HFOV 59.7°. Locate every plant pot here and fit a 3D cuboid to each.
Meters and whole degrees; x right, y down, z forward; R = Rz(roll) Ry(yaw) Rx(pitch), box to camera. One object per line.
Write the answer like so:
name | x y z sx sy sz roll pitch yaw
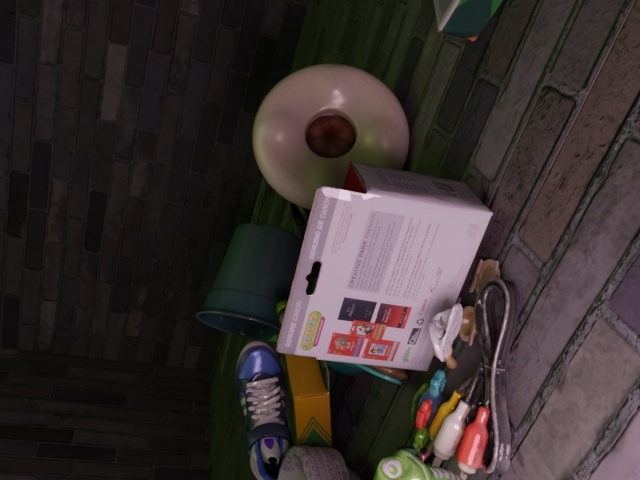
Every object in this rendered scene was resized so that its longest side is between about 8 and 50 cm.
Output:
plant pot | -0.207 0.141 1.885 0.341 0.341 0.334 137 149 -64

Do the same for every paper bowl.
paper bowl | 0.003 0.570 1.135 0.284 0.148 0.284 -169 90 -74

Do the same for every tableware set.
tableware set | 0.230 0.087 0.895 0.169 0.020 0.141 -148 70 -74

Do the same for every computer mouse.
computer mouse | 0.000 0.000 1.540 0.272 0.072 0.188 68 164 -11

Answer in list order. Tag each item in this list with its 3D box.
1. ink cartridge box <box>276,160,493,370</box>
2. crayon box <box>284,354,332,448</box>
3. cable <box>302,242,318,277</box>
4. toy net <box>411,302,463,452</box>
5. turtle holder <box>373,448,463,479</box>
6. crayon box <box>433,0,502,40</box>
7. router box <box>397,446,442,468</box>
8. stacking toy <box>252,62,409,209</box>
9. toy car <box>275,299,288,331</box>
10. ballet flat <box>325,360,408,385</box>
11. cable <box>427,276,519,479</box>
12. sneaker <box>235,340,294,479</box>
ink cartridge box | 0.082 0.043 0.907 0.130 0.272 0.309 -107 30 -60
crayon box | -0.030 0.378 1.316 0.203 0.083 0.322 -110 16 -62
cable | -0.020 0.034 1.773 0.184 0.047 0.150 -131 48 -67
toy net | 0.167 0.200 0.846 0.045 0.122 0.232 18 116 33
turtle holder | 0.103 0.446 0.691 0.243 0.228 0.320 -107 32 -48
crayon box | 0.300 -0.534 0.948 0.318 0.081 0.202 123 153 -54
router box | 0.158 0.400 0.905 0.092 0.038 0.122 135 142 -65
stacking toy | 0.025 -0.191 1.433 0.480 0.351 0.350 87 -170 -78
toy car | -0.046 0.277 1.541 0.155 0.149 0.188 -131 42 -58
ballet flat | 0.098 0.220 1.152 0.124 0.116 0.342 -65 8 -15
cable | 0.218 0.196 0.765 0.139 0.072 0.287 -149 69 -71
sneaker | -0.126 0.429 1.361 0.236 0.130 0.322 -155 61 -73
